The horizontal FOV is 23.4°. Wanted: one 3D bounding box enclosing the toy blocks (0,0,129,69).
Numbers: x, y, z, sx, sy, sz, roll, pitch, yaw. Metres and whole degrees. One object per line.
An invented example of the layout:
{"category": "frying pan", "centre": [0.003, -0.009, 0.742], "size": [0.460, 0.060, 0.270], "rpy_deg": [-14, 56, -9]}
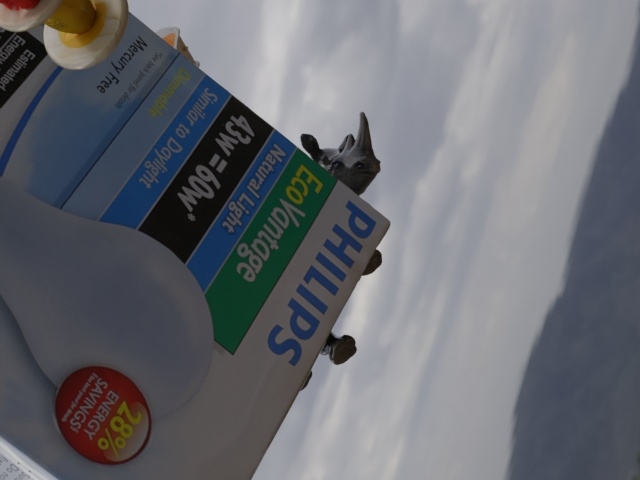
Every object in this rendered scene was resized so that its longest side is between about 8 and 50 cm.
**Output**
{"category": "toy blocks", "centre": [-0.174, -0.157, 0.768], "size": [0.054, 0.123, 0.148], "rpy_deg": [-44, -32, 8]}

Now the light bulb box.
{"category": "light bulb box", "centre": [-0.198, 0.039, 1.109], "size": [0.225, 0.361, 0.358], "rpy_deg": [-41, 15, 48]}

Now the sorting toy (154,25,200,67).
{"category": "sorting toy", "centre": [-0.195, -0.220, 1.846], "size": [0.083, 0.075, 0.045], "rpy_deg": [60, -137, -63]}

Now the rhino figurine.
{"category": "rhino figurine", "centre": [0.000, 0.000, 1.306], "size": [0.106, 0.073, 0.243], "rpy_deg": [51, 133, 48]}
